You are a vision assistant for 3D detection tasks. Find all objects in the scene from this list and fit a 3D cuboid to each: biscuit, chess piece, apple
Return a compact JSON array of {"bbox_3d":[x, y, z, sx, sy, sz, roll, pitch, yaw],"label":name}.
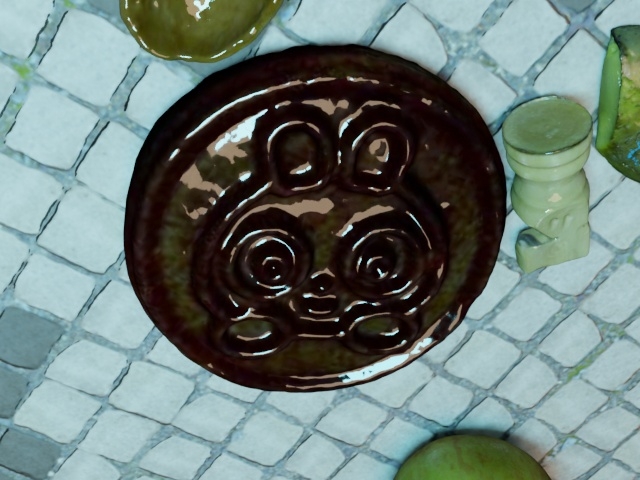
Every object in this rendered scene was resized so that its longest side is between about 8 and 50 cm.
[{"bbox_3d":[0.000,0.000,0.775,0.407,0.091,0.407,-3,121,-6],"label":"biscuit"},{"bbox_3d":[0.246,-0.045,0.795,0.090,0.090,0.200,-18,132,3],"label":"chess piece"},{"bbox_3d":[0.203,0.385,0.980,0.260,0.194,0.261,-3,122,-5],"label":"apple"}]

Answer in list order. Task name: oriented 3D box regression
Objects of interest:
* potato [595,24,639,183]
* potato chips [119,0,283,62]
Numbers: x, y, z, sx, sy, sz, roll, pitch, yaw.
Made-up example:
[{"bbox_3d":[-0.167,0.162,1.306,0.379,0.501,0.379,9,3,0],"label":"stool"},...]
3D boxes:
[{"bbox_3d":[0.346,-0.129,0.769,0.119,0.054,0.198,-19,122,6],"label":"potato"},{"bbox_3d":[-0.096,-0.251,0.629,0.150,0.049,0.202,4,122,-7],"label":"potato chips"}]
